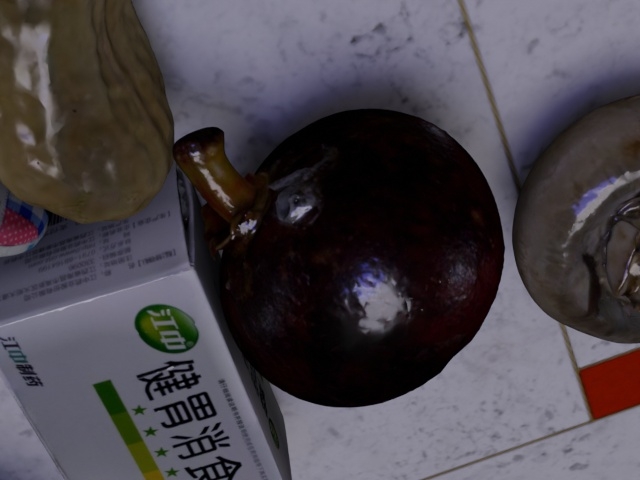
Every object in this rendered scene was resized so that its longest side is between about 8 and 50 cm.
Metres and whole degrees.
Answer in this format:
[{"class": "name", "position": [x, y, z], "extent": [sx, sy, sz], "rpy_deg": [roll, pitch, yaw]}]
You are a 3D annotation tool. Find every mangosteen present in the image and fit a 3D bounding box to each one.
[{"class": "mangosteen", "position": [0.000, 0.000, 0.816], "extent": [0.261, 0.235, 0.235], "rpy_deg": [27, 119, -21]}]

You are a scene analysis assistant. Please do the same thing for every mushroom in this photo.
[{"class": "mushroom", "position": [0.271, -0.009, 0.892], "extent": [0.226, 0.178, 0.226], "rpy_deg": [-8, 123, -13]}]

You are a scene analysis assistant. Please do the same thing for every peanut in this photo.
[{"class": "peanut", "position": [-0.192, -0.144, 0.730], "extent": [0.159, 0.143, 0.291], "rpy_deg": [-4, 123, 4]}]

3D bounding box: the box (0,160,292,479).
[{"class": "box", "position": [-0.145, 0.110, 0.934], "extent": [0.173, 0.145, 0.333], "rpy_deg": [-17, 128, 1]}]

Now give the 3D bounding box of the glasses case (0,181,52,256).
[{"class": "glasses case", "position": [-0.348, -0.066, 0.771], "extent": [0.327, 0.125, 0.076], "rpy_deg": [15, 123, -21]}]
